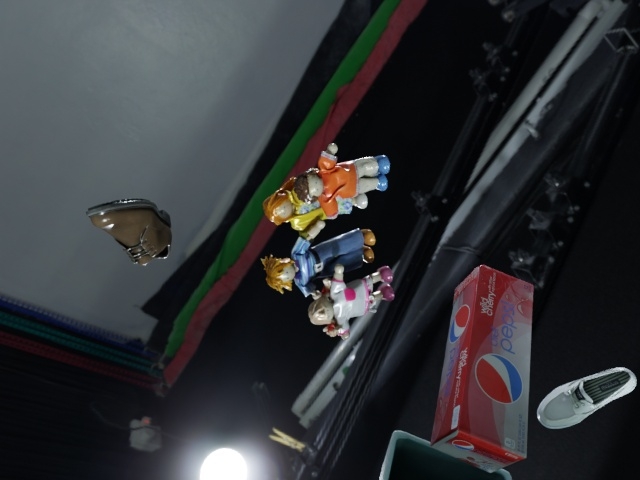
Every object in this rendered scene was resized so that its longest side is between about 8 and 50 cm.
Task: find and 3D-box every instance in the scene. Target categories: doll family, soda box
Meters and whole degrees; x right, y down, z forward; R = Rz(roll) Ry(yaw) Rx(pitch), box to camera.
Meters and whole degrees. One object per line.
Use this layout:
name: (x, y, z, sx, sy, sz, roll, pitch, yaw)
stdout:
doll family: (0.000, 0.000, 0.669, 0.118, 0.163, 0.263, 17, -62, 54)
soda box: (0.227, 0.164, 0.670, 0.083, 0.092, 0.263, 112, 1, -51)

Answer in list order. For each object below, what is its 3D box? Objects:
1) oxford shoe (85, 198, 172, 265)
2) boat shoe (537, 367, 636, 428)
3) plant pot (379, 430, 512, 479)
oxford shoe: (-0.300, -0.011, 0.807, 0.083, 0.227, 0.096, -15, -101, 6)
boat shoe: (0.583, 0.342, 1.087, 0.226, 0.076, 0.083, -37, -129, 12)
plant pot: (0.209, 0.587, 0.977, 0.248, 0.247, 0.252, -64, 170, -47)
